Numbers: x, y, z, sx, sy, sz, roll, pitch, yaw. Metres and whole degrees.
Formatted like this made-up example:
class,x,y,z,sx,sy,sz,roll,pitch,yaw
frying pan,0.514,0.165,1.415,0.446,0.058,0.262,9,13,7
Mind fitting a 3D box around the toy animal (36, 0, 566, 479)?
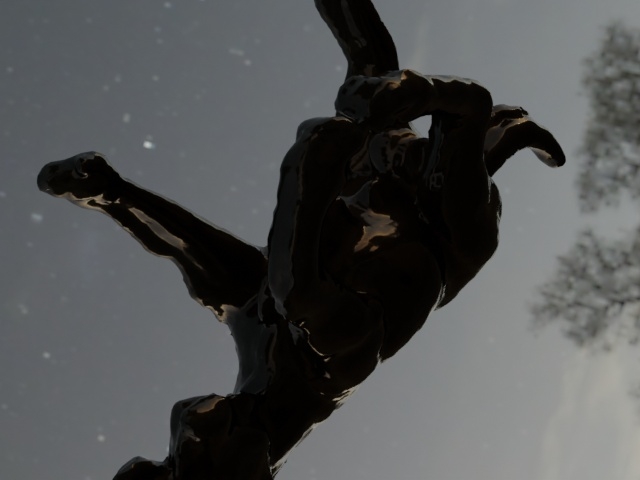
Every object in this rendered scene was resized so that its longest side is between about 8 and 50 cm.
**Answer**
class,x,y,z,sx,sy,sz,roll,pitch,yaw
toy animal,0.000,0.000,0.484,0.233,0.084,0.148,-48,-38,-34
